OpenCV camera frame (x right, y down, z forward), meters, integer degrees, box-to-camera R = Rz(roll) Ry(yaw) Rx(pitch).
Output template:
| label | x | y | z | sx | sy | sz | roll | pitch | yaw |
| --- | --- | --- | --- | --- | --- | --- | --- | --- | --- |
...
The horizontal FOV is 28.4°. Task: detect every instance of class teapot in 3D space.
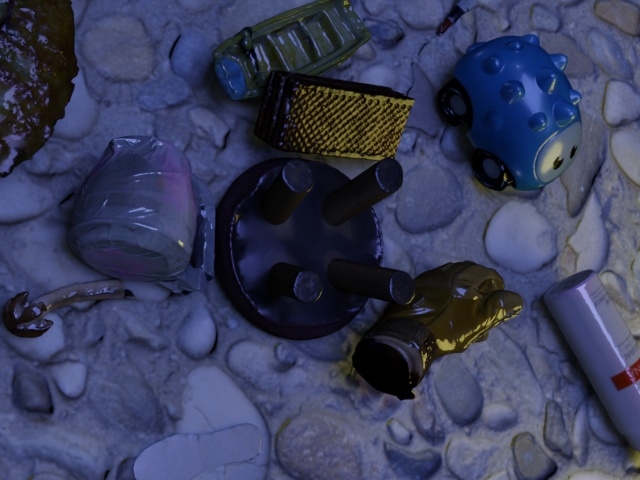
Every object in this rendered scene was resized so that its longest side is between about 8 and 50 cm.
| label | x | y | z | sx | sy | sz | roll | pitch | yaw |
| --- | --- | --- | --- | --- | --- | --- | --- | --- | --- |
| teapot | -0.214 | -0.041 | 1.684 | 0.221 | 0.163 | 0.178 | 20 | 61 | -23 |

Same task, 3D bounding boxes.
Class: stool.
| label | x | y | z | sx | sy | sz | roll | pitch | yaw |
| --- | --- | --- | --- | --- | --- | --- | --- | --- | --- |
| stool | 0.000 | 0.000 | 1.782 | 0.272 | 0.178 | 0.272 | 6 | 78 | -29 |

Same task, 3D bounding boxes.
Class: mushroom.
| label | x | y | z | sx | sy | sz | roll | pitch | yaw |
| --- | --- | --- | --- | --- | --- | --- | --- | --- | --- |
| mushroom | -0.327 | 0.080 | 1.658 | 0.187 | 0.061 | 0.060 | -18 | 83 | -35 |

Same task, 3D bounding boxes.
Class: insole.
| label | x | y | z | sx | sy | sz | roll | pitch | yaw |
| --- | --- | --- | --- | --- | --- | --- | --- | --- | --- |
| insole | -0.166 | 0.291 | 1.731 | 0.197 | 0.004 | 0.065 | -12 | 85 | -30 |

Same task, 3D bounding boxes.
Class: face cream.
| label | x | y | z | sx | sy | sz | roll | pitch | yaw |
| --- | --- | --- | --- | --- | --- | --- | --- | --- | --- |
| face cream | 0.486 | 0.217 | 2.052 | 0.102 | 0.102 | 0.346 | -35 | 97 | -30 |

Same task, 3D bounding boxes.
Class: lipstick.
| label | x | y | z | sx | sy | sz | roll | pitch | yaw |
| --- | --- | --- | --- | --- | --- | --- | --- | --- | --- |
| lipstick | 0.224 | -0.375 | 2.074 | 0.025 | 0.025 | 0.107 | 45 | 68 | -12 |

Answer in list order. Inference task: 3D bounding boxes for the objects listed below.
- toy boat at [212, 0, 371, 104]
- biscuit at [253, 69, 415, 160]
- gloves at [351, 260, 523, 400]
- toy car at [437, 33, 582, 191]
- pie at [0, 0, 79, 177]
| label | x | y | z | sx | sy | sz | roll | pitch | yaw |
| --- | --- | --- | --- | --- | --- | --- | --- | --- | --- |
| toy boat | -0.054 | -0.276 | 1.870 | 0.276 | 0.084 | 0.111 | -31 | 92 | -33 |
| biscuit | 0.025 | -0.180 | 1.854 | 0.252 | 0.070 | 0.106 | 3 | 111 | -41 |
| gloves | 0.175 | 0.114 | 1.865 | 0.141 | 0.154 | 0.331 | 50 | 41 | 9 |
| toy car | 0.322 | -0.208 | 2.000 | 0.188 | 0.190 | 0.255 | -31 | 97 | -31 |
| pie | -0.454 | -0.245 | 1.626 | 0.288 | 0.103 | 0.355 | 20 | 70 | -25 |
